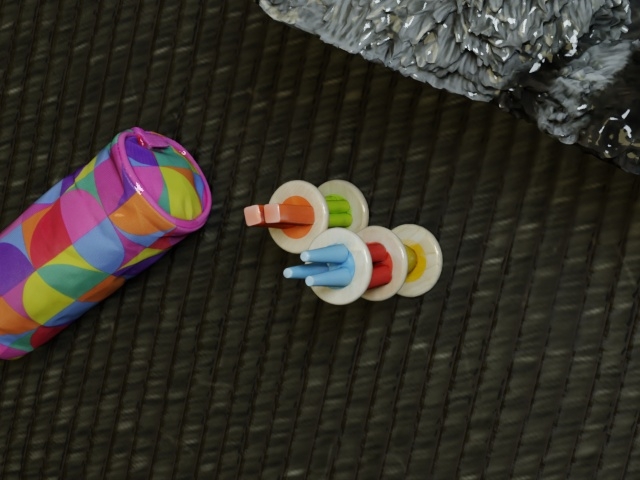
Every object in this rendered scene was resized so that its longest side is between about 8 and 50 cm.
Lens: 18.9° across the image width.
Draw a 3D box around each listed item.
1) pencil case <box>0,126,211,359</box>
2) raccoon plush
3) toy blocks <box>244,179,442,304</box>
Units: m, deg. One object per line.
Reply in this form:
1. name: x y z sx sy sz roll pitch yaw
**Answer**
1. pencil case: -0.195 0.002 1.483 0.236 0.104 0.104 -32 75 28
2. raccoon plush: 0.158 -0.229 1.207 0.446 0.216 0.299 25 101 14
3. toy blocks: 0.000 0.000 1.326 0.123 0.148 0.054 32 108 27
